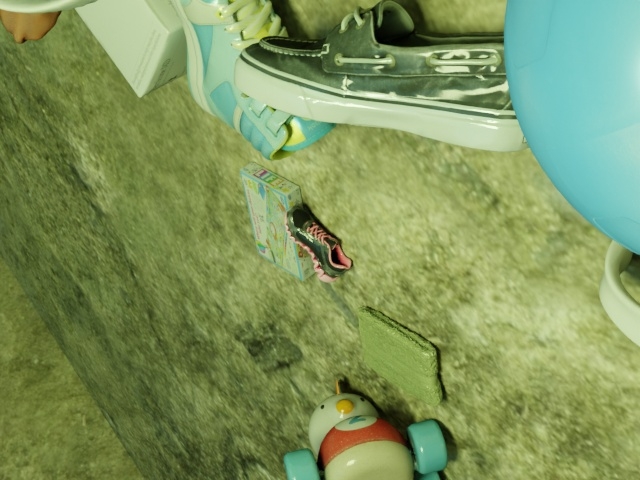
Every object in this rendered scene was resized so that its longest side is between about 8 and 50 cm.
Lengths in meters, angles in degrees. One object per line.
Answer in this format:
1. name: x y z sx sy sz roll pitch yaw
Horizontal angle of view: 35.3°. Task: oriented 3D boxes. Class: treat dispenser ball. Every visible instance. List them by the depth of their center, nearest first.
1. treat dispenser ball: 0.251 -0.119 0.574 0.288 0.288 0.288 38 147 30

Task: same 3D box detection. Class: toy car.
1. toy car: 0.044 0.289 1.477 0.238 0.219 0.210 -111 12 -46

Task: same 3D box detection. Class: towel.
1. towel: 0.106 0.155 1.363 0.148 0.027 0.110 29 141 42

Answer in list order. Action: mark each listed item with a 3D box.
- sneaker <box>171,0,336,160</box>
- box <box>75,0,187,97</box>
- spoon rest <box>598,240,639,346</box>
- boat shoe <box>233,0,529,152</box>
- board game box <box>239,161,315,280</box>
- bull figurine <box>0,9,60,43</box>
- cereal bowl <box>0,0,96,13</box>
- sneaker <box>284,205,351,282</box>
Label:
1. sneaker: -0.062 -0.221 1.131 0.208 0.127 0.319 43 159 27
2. box: -0.217 -0.312 1.276 0.182 0.119 0.181 55 152 3
3. spoon rest: 0.349 0.089 0.856 0.276 0.084 0.137 35 146 35
4. boat shoe: 0.065 -0.177 0.981 0.335 0.121 0.119 13 116 26
5. board game box: -0.061 -0.027 1.430 0.103 0.026 0.154 30 143 39
6. bull figurine: -0.361 -0.403 1.319 0.101 0.188 0.310 23 138 -11
7. cereal bowl: -0.283 -0.414 1.077 0.339 0.141 0.338 5 102 24
8. sneaker: 0.000 0.000 1.353 0.119 0.047 0.057 53 146 -10
